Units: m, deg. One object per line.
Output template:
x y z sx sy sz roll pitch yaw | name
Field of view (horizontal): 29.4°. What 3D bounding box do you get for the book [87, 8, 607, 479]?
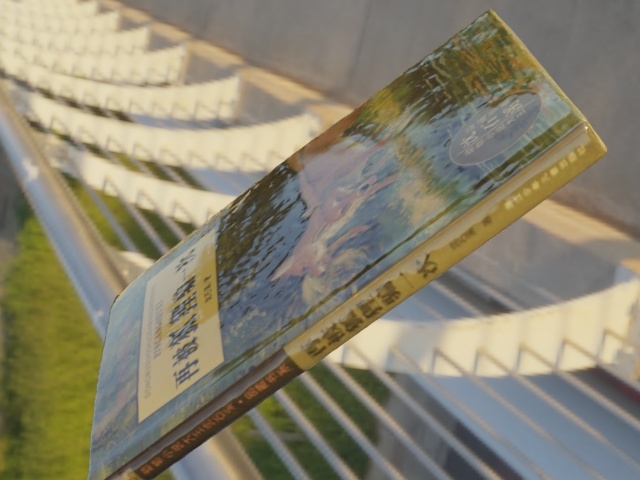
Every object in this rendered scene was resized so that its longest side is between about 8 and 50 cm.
0.000 0.000 0.503 0.228 0.024 0.160 -36 23 12 | book
